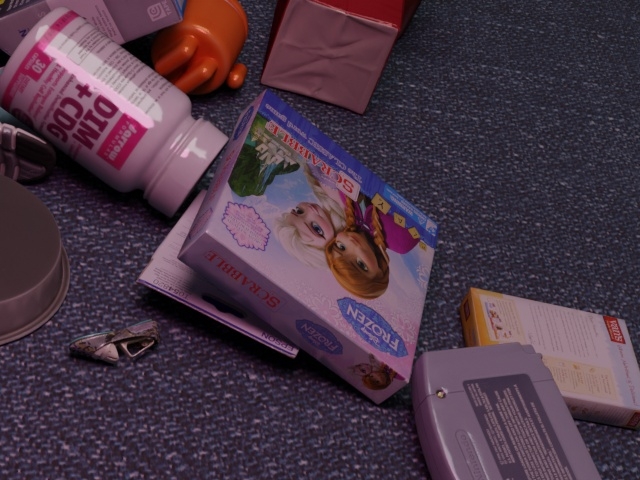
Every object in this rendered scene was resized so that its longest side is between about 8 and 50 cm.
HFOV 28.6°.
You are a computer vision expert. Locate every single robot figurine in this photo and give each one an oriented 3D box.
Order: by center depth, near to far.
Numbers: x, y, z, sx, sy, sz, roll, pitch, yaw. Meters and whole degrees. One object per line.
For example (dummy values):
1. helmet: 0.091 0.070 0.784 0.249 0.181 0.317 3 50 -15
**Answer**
1. robot figurine: -0.182 -0.307 1.933 0.158 0.128 0.219 16 39 1

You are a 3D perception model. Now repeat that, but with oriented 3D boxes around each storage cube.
1. storage cube: 0.021 -0.352 2.022 0.183 0.215 0.193 17 44 -8

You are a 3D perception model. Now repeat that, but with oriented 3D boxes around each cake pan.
1. cake pan: -0.440 0.006 1.494 0.293 0.054 0.293 13 39 -11

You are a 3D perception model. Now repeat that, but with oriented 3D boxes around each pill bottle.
1. pill bottle: -0.272 -0.165 1.665 0.283 0.160 0.160 36 38 -4

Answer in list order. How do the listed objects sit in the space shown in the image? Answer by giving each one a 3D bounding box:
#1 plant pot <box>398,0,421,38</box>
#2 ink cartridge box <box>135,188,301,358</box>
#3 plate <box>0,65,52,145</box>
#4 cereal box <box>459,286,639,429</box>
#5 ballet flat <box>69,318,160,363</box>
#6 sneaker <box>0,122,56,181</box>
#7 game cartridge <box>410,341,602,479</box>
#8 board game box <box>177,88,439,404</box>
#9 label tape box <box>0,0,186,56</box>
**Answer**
1. plant pot: 0.100 -0.506 2.194 0.272 0.265 0.272 13 38 -11
2. ink cartridge box: -0.101 0.050 1.613 0.223 0.045 0.224 27 37 3
3. plate: -0.387 -0.186 1.770 0.188 0.024 0.188 14 38 -11
4. cereal box: 0.313 0.158 1.691 0.240 0.047 0.173 13 40 -13
5. ballet flat: -0.236 0.122 1.472 0.114 0.041 0.041 -13 50 -36
6. sneaker: -0.458 -0.154 1.651 0.228 0.086 0.132 10 38 -15
7. game cartridge: 0.224 0.259 1.489 0.198 0.062 0.297 -6 55 -22
8. board game box: 0.000 0.000 1.610 0.318 0.066 0.318 37 38 -17
9. label tape box: -0.367 -0.358 1.857 0.347 0.115 0.249 -20 32 12
